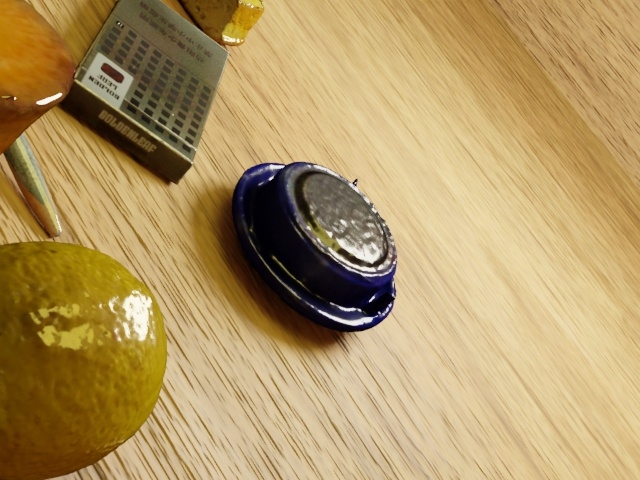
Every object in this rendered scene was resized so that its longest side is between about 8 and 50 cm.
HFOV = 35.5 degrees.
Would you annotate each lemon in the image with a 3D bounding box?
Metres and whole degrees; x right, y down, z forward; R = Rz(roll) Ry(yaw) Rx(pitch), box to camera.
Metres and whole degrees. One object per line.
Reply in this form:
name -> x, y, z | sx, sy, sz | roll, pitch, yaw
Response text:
lemon -> -0.227, 0.095, 0.808 | 0.231, 0.192, 0.192 | -4, 57, -54

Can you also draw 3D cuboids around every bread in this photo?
bread -> -0.171, -0.397, 1.575 | 0.065, 0.103, 0.187 | -14, 69, -55

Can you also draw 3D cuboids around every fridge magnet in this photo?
fridge magnet -> 0.000, 0.000, 1.301 | 0.265, 0.112, 0.265 | 31, 34, -23

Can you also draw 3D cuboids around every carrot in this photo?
carrot -> -0.346, -0.089, 0.815 | 0.196, 0.254, 0.196 | 34, 26, -20

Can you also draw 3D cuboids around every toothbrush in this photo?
toothbrush -> -0.359, -0.170, 1.072 | 0.028, 0.037, 0.375 | -23, 83, -26

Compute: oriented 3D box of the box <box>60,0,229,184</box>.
box -> -0.226, -0.223, 1.343 | 0.180, 0.047, 0.325 | 36, 32, -19
